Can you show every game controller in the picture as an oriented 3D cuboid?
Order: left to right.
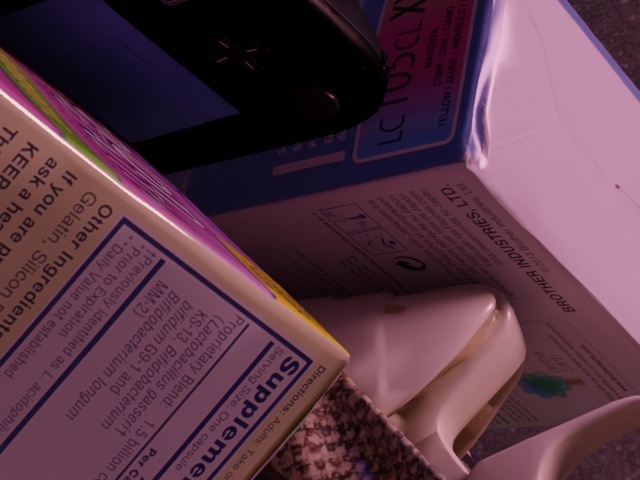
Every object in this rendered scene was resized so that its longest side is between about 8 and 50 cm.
[{"bbox_3d":[-0.130,-0.076,0.646,0.319,0.067,0.166,-11,-25,36],"label":"game controller"}]

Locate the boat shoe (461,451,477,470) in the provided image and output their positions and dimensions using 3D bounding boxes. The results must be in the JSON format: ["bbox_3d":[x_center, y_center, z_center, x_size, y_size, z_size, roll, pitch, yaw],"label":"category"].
[{"bbox_3d":[0.076,0.192,1.100,0.233,0.084,0.079,29,36,-62],"label":"boat shoe"}]

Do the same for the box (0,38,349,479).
[{"bbox_3d":[-0.145,-0.020,0.481,0.243,0.117,0.213,41,0,-37],"label":"box"}]

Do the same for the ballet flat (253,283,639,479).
[{"bbox_3d":[0.084,0.132,0.667,0.483,0.182,0.164,40,1,37],"label":"ballet flat"}]

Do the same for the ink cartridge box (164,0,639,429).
[{"bbox_3d":[0.000,0.000,0.854,0.396,0.151,0.270,-12,-38,36],"label":"ink cartridge box"}]
